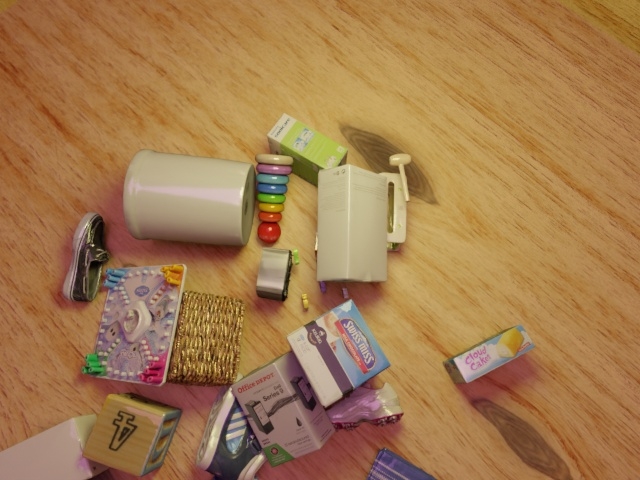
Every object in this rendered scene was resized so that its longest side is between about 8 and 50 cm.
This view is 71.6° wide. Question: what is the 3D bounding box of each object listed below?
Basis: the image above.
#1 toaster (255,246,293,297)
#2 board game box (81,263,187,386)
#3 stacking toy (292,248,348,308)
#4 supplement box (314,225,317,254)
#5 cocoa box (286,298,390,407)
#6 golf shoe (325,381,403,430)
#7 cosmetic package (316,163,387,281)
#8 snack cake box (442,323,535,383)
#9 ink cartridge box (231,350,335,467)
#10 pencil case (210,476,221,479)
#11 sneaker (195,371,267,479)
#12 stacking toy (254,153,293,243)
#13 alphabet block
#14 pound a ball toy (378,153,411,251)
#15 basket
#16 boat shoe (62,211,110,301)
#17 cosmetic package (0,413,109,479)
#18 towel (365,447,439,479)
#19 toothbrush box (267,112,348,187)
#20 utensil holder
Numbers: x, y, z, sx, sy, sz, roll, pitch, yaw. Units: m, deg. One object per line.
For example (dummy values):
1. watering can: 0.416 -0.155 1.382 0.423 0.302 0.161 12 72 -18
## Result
1. toaster: -0.159 0.122 1.574 0.110 0.185 0.167 8 74 -2
2. board game box: -0.636 0.271 1.496 0.391 0.050 0.389 -5 70 31
3. stacking toy: 0.001 0.125 1.608 0.167 0.052 0.220 -11 94 -4
4. supplement box: 0.000 0.000 1.673 0.036 0.062 0.098 4 74 1
5. cocoa box: 0.048 0.359 1.414 0.228 0.347 0.231 -28 76 -9
6. golf shoe: 0.117 0.559 1.491 0.307 0.115 0.140 -6 57 -4
7. cosmetic package: 0.111 -0.046 1.530 0.156 0.217 0.384 -4 79 45
8. snack cake box: 0.565 0.388 1.507 0.265 0.152 0.089 -25 74 -8
9. ink cartridge box: -0.123 0.532 1.412 0.211 0.122 0.289 -34 81 26
10. pencil case: -0.396 0.879 1.370 0.306 0.133 0.119 -43 45 -12
11. sneaker: -0.249 0.627 1.470 0.236 0.130 0.322 30 50 -17
12. stacking toy: -0.181 -0.150 1.642 0.141 0.141 0.329 5 99 2
13. alphabet block: -0.592 0.612 1.421 0.197 0.192 0.193 16 72 6
14. pound a ball toy: 0.248 -0.140 1.641 0.136 0.208 0.318 4 74 1
15. basket: -0.408 0.342 1.517 0.223 0.214 0.298 15 63 -30
16. boat shoe: -0.835 0.064 1.632 0.119 0.121 0.334 8 83 6
17. cosmetic package: -0.891 0.724 1.404 0.366 0.155 0.196 -23 75 -7
18. towel: 0.226 0.878 1.423 0.243 0.040 0.335 28 77 7
19. toothbrush box: -0.048 -0.326 1.699 0.284 0.206 0.122 30 75 10
20. utensil holder: -0.446 -0.143 1.588 0.386 0.327 0.327 7 73 -1
